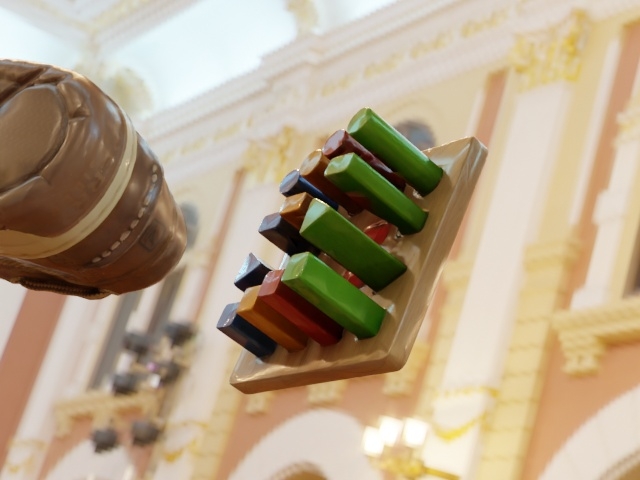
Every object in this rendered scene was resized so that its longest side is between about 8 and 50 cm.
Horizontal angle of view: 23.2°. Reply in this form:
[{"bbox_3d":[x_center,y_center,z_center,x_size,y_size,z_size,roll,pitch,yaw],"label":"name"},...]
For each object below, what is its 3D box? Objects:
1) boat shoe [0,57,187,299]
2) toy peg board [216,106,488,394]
[{"bbox_3d":[-0.157,-0.030,0.641,0.257,0.095,0.095,23,-14,41],"label":"boat shoe"},{"bbox_3d":[0.000,0.000,0.962,0.079,0.161,0.160,39,-31,-26],"label":"toy peg board"}]
